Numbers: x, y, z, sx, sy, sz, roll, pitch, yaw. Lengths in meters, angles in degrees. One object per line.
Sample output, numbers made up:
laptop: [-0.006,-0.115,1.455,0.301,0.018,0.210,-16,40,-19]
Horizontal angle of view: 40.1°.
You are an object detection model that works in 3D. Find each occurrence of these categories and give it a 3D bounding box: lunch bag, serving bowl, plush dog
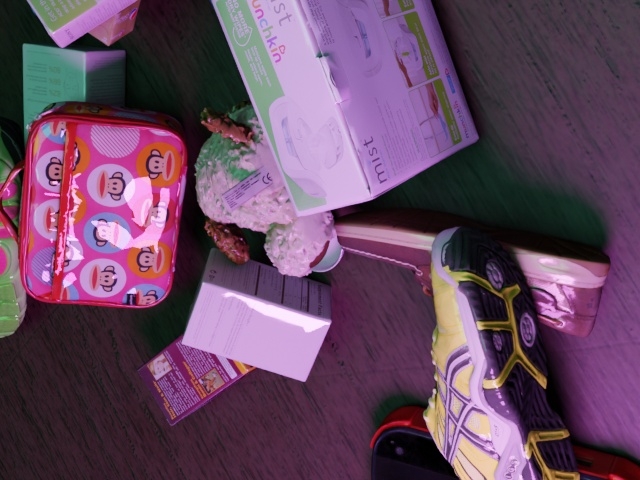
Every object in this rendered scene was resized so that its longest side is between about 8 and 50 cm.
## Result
lunch bag: [-0.332,-0.053,1.267,0.258,0.120,0.293,5,110,-14]
serving bowl: [0.000,0.000,1.211,0.083,0.027,0.083,8,106,28]
plush dog: [-0.093,-0.092,1.133,0.225,0.210,0.262,-15,59,61]

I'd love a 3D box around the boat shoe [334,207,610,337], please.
boat shoe: [0.171,0.042,1.072,0.342,0.123,0.123,11,106,21]

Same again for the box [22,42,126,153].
box: [-0.376,-0.211,1.340,0.130,0.091,0.170,13,108,27]

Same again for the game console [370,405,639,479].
game console: [0.241,0.413,1.165,0.386,0.060,0.342,9,110,28]

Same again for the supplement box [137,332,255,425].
supplement box: [-0.175,0.185,1.327,0.188,0.081,0.104,-37,82,31]

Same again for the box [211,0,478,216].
box: [0.038,-0.191,0.996,0.126,0.231,0.262,-12,103,45]

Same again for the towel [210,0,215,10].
towel: [-0.095,-0.341,1.181,0.119,0.029,0.067,-28,87,31]

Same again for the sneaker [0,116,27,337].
sneaker: [-0.555,-0.005,1.467,0.185,0.202,0.483,18,132,-14]

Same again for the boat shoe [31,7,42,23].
boat shoe: [-0.326,-0.379,1.279,0.258,0.109,0.089,-26,96,49]

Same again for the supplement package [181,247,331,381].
supplement package: [-0.084,0.100,1.196,0.179,0.105,0.105,19,114,-9]

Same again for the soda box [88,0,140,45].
soda box: [-0.338,-0.346,1.196,0.181,0.058,0.061,35,136,5]

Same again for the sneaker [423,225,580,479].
sneaker: [0.175,0.171,0.993,0.147,0.145,0.385,-5,108,37]

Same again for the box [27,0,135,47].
box: [-0.271,-0.433,1.142,0.322,0.058,0.232,-34,82,-7]
